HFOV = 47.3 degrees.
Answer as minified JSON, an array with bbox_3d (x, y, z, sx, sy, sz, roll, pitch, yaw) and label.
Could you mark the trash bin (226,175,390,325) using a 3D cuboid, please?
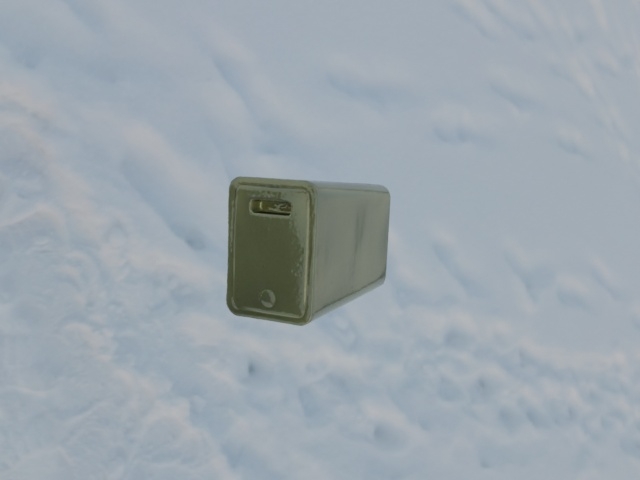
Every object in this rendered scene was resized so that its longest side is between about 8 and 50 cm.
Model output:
[{"bbox_3d":[0.000,0.000,0.345,0.092,0.043,0.060,-11,105,-61],"label":"trash bin"}]
